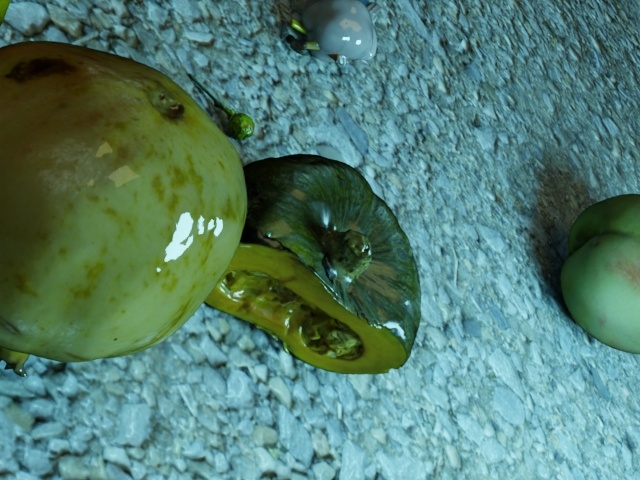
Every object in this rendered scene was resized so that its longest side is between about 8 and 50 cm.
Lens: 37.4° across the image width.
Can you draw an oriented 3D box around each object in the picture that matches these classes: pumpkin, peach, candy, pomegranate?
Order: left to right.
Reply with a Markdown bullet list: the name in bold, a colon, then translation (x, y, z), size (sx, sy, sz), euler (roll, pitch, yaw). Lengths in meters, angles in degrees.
- **pomegranate**: translation (-0.248, -0.018, 0.921), size (0.342, 0.342, 0.342), euler (22, 53, -33)
- **candy**: translation (-0.141, -0.187, 1.312), size (0.123, 0.035, 0.035), euler (44, 33, -2)
- **pumpkin**: translation (0.000, 0.000, 1.176), size (0.325, 0.242, 0.232), euler (35, 56, -29)
- **peach**: translation (0.559, 0.063, 1.644), size (0.292, 0.247, 0.292), euler (17, 39, -15)

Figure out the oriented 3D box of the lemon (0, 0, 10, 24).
- **lemon**: translation (-0.444, -0.272, 0.863), size (0.348, 0.348, 0.348), euler (22, 53, -33)

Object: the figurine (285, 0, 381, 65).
- **figurine**: translation (0.039, -0.345, 1.512), size (0.137, 0.112, 0.229), euler (47, 34, -5)
